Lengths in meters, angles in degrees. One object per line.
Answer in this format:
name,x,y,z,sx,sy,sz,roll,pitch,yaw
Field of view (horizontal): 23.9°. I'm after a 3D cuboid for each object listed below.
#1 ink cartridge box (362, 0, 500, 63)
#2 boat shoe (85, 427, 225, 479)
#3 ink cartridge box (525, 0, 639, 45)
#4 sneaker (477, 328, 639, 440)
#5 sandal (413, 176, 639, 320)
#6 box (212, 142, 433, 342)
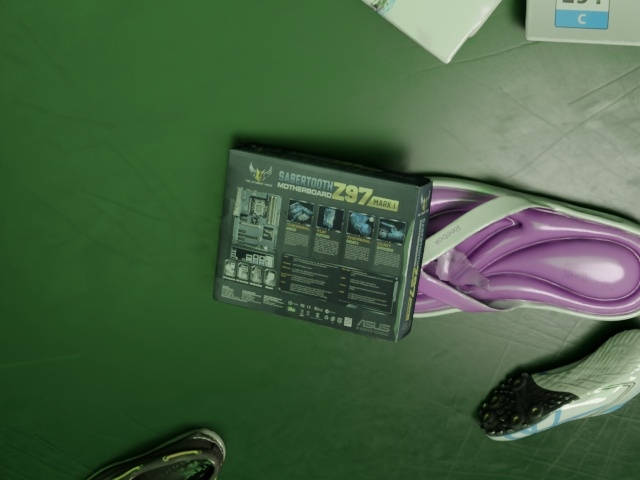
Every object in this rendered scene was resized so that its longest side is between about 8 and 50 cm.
ink cartridge box,0.090,-0.330,1.613,0.232,0.171,0.168,36,101,-11
boat shoe,-0.219,0.303,1.820,0.227,0.069,0.081,-31,103,6
ink cartridge box,0.376,-0.342,1.637,0.296,0.066,0.261,4,105,13
sneaker,0.303,0.186,1.803,0.237,0.085,0.086,-26,130,12
sandal,0.198,0.017,1.740,0.416,0.102,0.169,1,103,0
box,0.000,0.000,1.714,0.232,0.059,0.183,11,105,18
